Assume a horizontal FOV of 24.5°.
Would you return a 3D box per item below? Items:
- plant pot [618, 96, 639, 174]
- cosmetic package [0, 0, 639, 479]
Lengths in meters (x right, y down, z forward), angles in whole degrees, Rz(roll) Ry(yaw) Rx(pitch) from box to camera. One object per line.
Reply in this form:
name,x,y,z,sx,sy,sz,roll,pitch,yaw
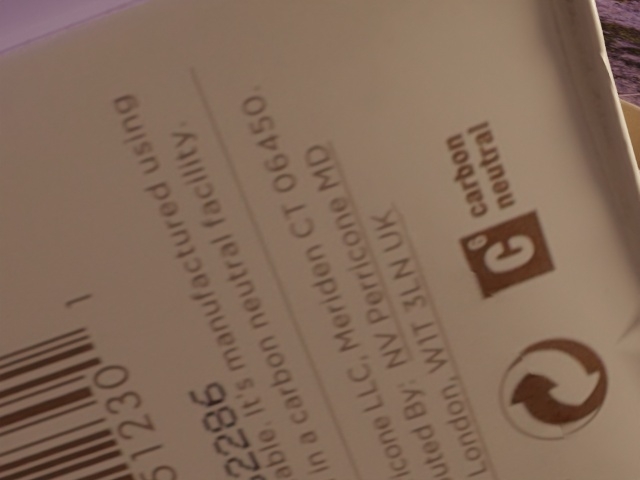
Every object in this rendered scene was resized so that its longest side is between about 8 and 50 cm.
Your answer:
plant pot,0.137,0.020,1.169,0.256,0.274,0.256,15,21,-6
cosmetic package,-0.040,-0.005,0.668,0.327,0.329,0.393,-20,24,5
